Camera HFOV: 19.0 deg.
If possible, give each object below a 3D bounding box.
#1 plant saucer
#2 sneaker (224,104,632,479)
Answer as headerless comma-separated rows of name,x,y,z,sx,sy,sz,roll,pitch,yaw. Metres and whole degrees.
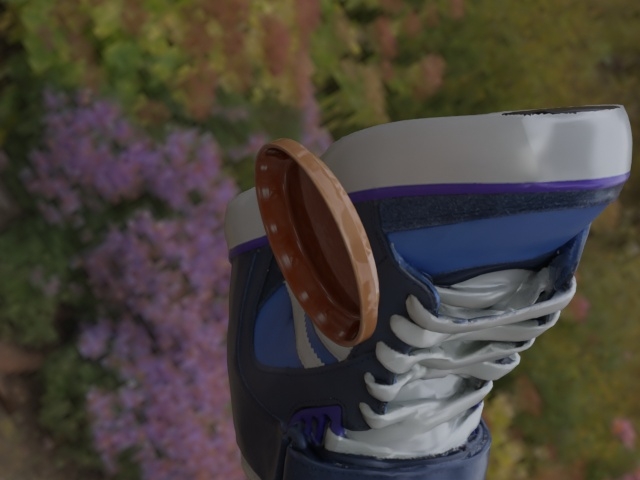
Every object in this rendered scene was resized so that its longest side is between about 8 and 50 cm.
plant saucer,0.000,0.000,0.725,0.083,0.013,0.083,52,-25,36
sneaker,0.054,0.073,0.903,0.130,0.323,0.236,-5,84,-27
